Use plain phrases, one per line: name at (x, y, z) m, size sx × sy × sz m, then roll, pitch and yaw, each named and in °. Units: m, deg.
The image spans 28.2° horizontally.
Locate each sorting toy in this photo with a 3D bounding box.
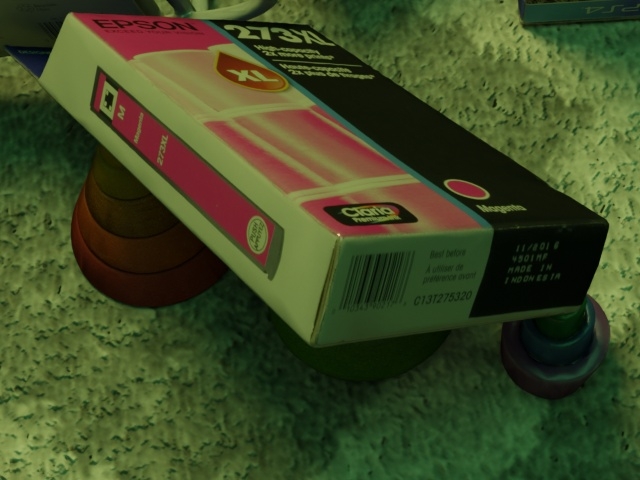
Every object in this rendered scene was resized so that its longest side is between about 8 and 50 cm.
sorting toy at (0.000, 0.000, 0.781) m, size 0.365 × 0.126 × 0.127 m, roll 17°, pitch 68°, yaw 14°

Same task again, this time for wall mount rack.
wall mount rack at (-0.207, -0.213, 0.791) m, size 0.350 × 0.304 × 0.131 m, roll -4°, pitch 75°, yaw 8°

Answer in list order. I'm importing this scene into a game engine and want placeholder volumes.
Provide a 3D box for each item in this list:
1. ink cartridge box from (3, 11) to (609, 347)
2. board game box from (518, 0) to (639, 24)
ink cartridge box at (-0.028, -0.064, 0.728) m, size 0.175 × 0.069 × 0.371 m, roll -4°, pitch 28°, yaw -36°
board game box at (0.198, -0.317, 0.813) m, size 0.141 × 0.291 × 0.232 m, roll -2°, pitch 66°, yaw 4°
